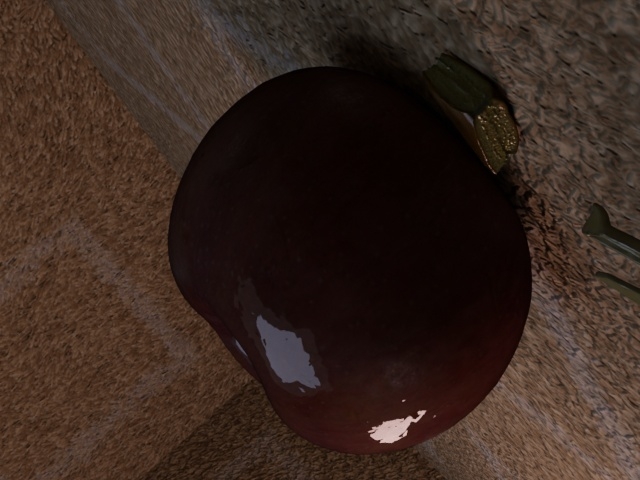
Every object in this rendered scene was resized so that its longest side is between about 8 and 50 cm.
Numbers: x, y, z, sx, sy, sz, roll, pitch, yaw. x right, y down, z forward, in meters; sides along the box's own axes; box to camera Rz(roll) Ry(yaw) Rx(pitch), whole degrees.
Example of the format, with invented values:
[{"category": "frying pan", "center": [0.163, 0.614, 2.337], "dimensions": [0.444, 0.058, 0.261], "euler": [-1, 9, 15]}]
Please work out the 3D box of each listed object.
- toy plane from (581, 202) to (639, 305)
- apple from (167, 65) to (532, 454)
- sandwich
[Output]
[{"category": "toy plane", "center": [0.230, 0.062, 0.605], "dimensions": [0.229, 0.092, 0.244], "euler": [35, 180, -18]}, {"category": "apple", "center": [0.018, 0.016, 0.997], "dimensions": [0.306, 0.235, 0.306], "euler": [49, 172, 10]}, {"category": "sandwich", "center": [0.100, -0.084, 0.812], "dimensions": [0.083, 0.031, 0.044], "euler": [50, 174, -5]}]
